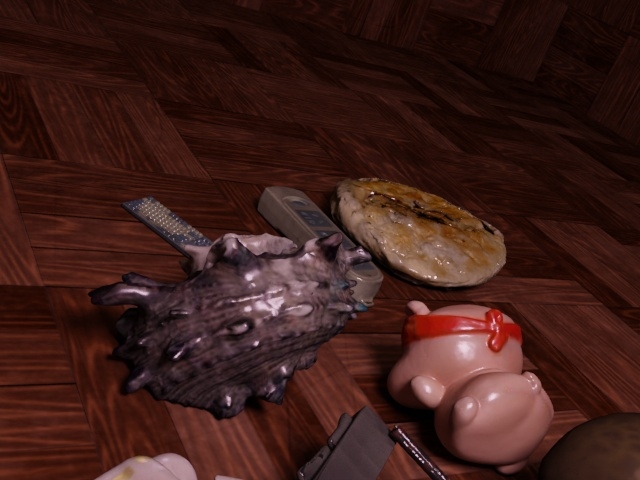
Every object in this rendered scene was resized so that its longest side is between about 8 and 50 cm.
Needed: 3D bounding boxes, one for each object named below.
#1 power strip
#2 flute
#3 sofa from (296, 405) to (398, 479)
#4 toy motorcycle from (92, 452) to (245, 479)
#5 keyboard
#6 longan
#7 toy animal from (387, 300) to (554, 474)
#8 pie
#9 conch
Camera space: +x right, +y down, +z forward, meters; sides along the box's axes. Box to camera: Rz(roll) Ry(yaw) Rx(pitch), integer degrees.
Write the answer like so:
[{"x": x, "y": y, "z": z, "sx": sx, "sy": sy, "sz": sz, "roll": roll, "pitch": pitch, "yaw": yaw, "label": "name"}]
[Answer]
[{"x": -0.001, "y": 0.003, "z": 1.210, "sx": 0.080, "sy": 0.048, "sz": 0.286, "roll": 0, "pitch": 34, "yaw": -38, "label": "power strip"}, {"x": 0.160, "y": 0.272, "z": 0.734, "sx": 0.269, "sy": 0.014, "sz": 0.014, "roll": 46, "pitch": 29, "yaw": 8, "label": "flute"}, {"x": 0.005, "y": 0.216, "z": 0.721, "sx": 0.060, "sy": 0.085, "sz": 0.147, "roll": 44, "pitch": 28, "yaw": 4, "label": "sofa"}, {"x": -0.120, "y": 0.236, "z": 0.559, "sx": 0.341, "sy": 0.107, "sz": 0.223, "roll": 8, "pitch": 28, "yaw": -32, "label": "toy motorcycle"}, {"x": -0.201, "y": -0.012, "z": 1.113, "sx": 0.176, "sy": 0.014, "sz": 0.055, "roll": 34, "pitch": 30, "yaw": 26, "label": "keyboard"}, {"x": 0.311, "y": 0.261, "z": 0.776, "sx": 0.212, "sy": 0.198, "sz": 0.198, "roll": 2, "pitch": 31, "yaw": -29, "label": "longan"}, {"x": 0.170, "y": 0.156, "z": 0.918, "sx": 0.171, "sy": 0.171, "sz": 0.197, "roll": 10, "pitch": 35, "yaw": -24, "label": "toy animal"}, {"x": 0.166, "y": -0.024, "z": 1.363, "sx": 0.339, "sy": 0.077, "sz": 0.339, "roll": 18, "pitch": 25, "yaw": -9, "label": "pie"}, {"x": -0.090, "y": 0.063, "z": 0.873, "sx": 0.313, "sy": 0.186, "sz": 0.241, "roll": -24, "pitch": 21, "yaw": -35, "label": "conch"}]
